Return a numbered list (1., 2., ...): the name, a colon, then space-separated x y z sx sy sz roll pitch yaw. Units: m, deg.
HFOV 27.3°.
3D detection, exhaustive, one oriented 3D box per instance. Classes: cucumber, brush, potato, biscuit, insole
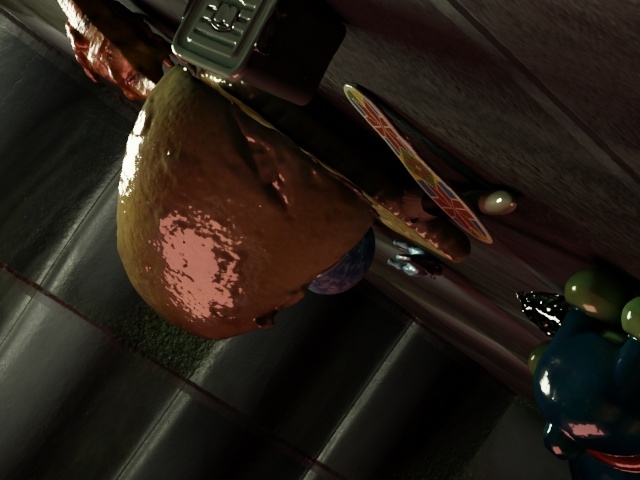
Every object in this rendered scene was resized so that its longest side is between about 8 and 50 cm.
1. cucumber: 0.271 0.088 1.410 0.053 0.053 0.181 37 176 -27
2. brush: 0.126 -0.033 1.219 0.299 0.042 0.039 -164 59 -79
3. potato: -0.113 -0.010 1.363 0.189 0.264 0.211 24 -166 -47
4. biscuit: 0.016 -0.092 1.440 0.325 0.044 0.217 37 177 -21
5. insole: 0.086 -0.065 1.145 0.193 0.006 0.065 47 169 -17

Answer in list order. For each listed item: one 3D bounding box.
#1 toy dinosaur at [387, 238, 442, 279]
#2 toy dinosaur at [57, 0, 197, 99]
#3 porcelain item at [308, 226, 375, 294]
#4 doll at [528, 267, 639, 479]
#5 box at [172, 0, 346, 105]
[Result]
1. toy dinosaur: 0.144 0.032 1.990 0.080 0.045 0.197 20 179 20
2. toy dinosaur: -0.269 -0.253 1.562 0.432 0.097 0.208 38 178 8
3. porcelain item: 0.000 0.000 2.062 0.147 0.147 0.114 32 176 41
4. doll: 0.298 0.171 1.176 0.322 0.186 0.198 40 175 -31
5. box: -0.042 -0.148 0.941 0.069 0.084 0.122 26 -176 -35
